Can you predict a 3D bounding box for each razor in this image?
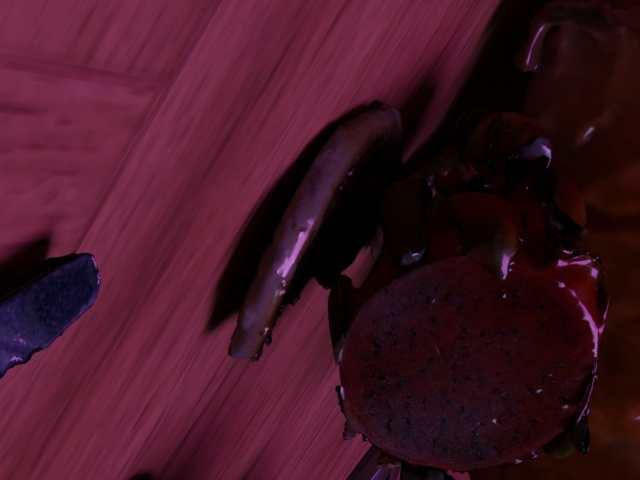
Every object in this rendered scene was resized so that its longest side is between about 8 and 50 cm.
[{"bbox_3d":[-0.116,0.049,0.325,0.066,0.033,0.190,-9,-158,38],"label":"razor"}]

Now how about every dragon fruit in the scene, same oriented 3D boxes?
[{"bbox_3d":[0.077,0.025,0.615,0.142,0.138,0.175,-23,-138,48],"label":"dragon fruit"}]

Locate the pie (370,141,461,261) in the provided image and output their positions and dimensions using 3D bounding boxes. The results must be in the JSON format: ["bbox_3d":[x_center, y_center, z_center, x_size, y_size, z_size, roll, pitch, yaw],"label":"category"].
[{"bbox_3d":[0.054,-0.021,0.725,0.084,0.020,0.084,-51,167,-16],"label":"pie"}]

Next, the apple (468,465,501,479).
[{"bbox_3d":[0.322,0.163,1.299,0.346,0.391,0.391,-40,176,34],"label":"apple"}]

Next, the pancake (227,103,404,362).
[{"bbox_3d":[0.001,-0.005,0.589,0.129,0.022,0.116,-48,165,-43],"label":"pancake"}]

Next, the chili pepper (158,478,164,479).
[{"bbox_3d":[-0.007,0.225,0.637,0.165,0.261,0.174,-17,177,-16],"label":"chili pepper"}]

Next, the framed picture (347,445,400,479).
[{"bbox_3d":[-0.011,0.289,1.210,0.265,0.018,0.192,-51,166,-16],"label":"framed picture"}]

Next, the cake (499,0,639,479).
[{"bbox_3d":[0.269,0.008,0.765,0.307,0.293,0.314,-32,134,-55],"label":"cake"}]

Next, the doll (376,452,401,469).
[{"bbox_3d":[0.097,0.098,0.942,0.221,0.105,0.115,94,8,-51],"label":"doll"}]
